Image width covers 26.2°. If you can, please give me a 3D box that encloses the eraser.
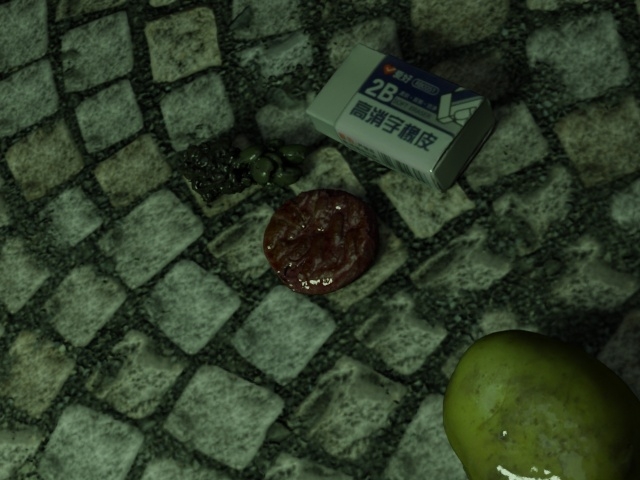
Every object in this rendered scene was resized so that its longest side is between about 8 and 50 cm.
[{"bbox_3d":[0.099,-0.156,1.726,0.210,0.068,0.124,29,78,32],"label":"eraser"}]

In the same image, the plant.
[{"bbox_3d":[-0.099,-0.093,1.767,0.174,0.087,0.085,-4,97,16],"label":"plant"}]

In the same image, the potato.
[{"bbox_3d":[0.236,0.204,1.430,0.228,0.148,0.197,20,59,27],"label":"potato"}]

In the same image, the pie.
[{"bbox_3d":[0.000,0.000,1.700,0.154,0.036,0.154,-10,60,18],"label":"pie"}]
